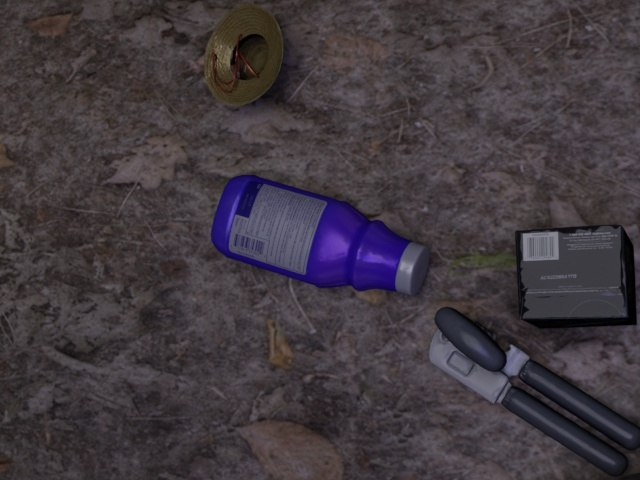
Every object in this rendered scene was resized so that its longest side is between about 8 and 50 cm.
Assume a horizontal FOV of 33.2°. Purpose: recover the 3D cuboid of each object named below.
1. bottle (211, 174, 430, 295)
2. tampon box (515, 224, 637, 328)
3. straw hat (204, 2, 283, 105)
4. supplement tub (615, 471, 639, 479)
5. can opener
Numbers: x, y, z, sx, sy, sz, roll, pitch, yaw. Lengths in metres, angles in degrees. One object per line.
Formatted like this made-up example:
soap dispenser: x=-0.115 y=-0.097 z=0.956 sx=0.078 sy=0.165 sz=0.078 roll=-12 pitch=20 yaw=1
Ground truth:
bottle: x=0.000 y=0.000 z=1.387 sx=0.282 sy=0.092 sz=0.118 roll=16 pitch=89 yaw=22
tampon box: x=0.297 y=0.045 z=1.233 sx=0.120 sy=0.161 sz=0.102 roll=-3 pitch=81 yaw=19
straw hat: x=-0.089 y=-0.250 z=1.472 sx=0.144 sy=0.061 sz=0.145 roll=-1 pitch=88 yaw=37
supplement tub: x=0.345 y=0.361 z=1.083 sx=0.235 sy=0.325 sz=0.236 roll=-3 pitch=82 yaw=20
can opener: x=0.247 y=0.181 z=1.276 sx=0.280 sy=0.093 sz=0.074 roll=33 pitch=94 yaw=17
